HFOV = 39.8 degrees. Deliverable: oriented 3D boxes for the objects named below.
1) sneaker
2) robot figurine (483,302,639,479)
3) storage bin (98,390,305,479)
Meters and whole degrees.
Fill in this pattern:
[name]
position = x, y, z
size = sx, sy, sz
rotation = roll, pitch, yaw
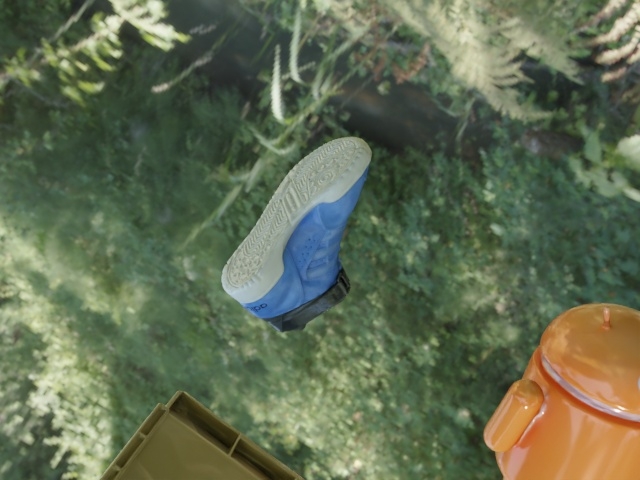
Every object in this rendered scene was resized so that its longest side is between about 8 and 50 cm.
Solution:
[sneaker]
position = -0.001, 0.000, 0.666
size = 0.058, 0.152, 0.084
rotation = 21, 160, 47
[robot figurine]
position = 0.224, 0.145, 0.733
size = 0.158, 0.219, 0.128
rotation = 19, -156, 8
[storage bin]
position = -0.087, 0.286, 0.655
size = 0.262, 0.260, 0.123
rotation = 37, 125, -1
